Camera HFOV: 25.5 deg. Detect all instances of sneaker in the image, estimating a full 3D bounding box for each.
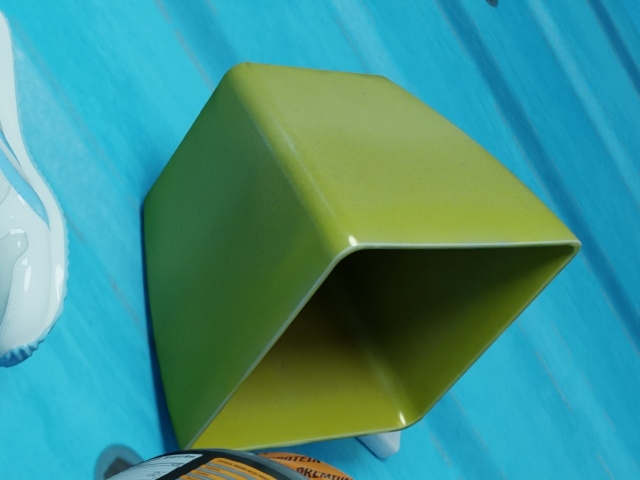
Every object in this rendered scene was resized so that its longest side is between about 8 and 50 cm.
[{"bbox_3d":[-0.208,-0.036,0.781,0.092,0.087,0.229,3,60,-50],"label":"sneaker"}]

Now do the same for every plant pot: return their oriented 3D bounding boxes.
[{"bbox_3d":[0.000,0.000,0.942,0.212,0.212,0.187,-1,50,-42],"label":"plant pot"}]

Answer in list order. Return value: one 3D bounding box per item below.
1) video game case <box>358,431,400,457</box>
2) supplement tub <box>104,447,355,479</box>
[{"bbox_3d":[0.008,0.044,1.121,0.201,0.023,0.183,46,35,-31],"label":"video game case"},{"bbox_3d":[-0.089,0.219,0.652,0.338,0.207,0.207,-15,82,-62],"label":"supplement tub"}]
